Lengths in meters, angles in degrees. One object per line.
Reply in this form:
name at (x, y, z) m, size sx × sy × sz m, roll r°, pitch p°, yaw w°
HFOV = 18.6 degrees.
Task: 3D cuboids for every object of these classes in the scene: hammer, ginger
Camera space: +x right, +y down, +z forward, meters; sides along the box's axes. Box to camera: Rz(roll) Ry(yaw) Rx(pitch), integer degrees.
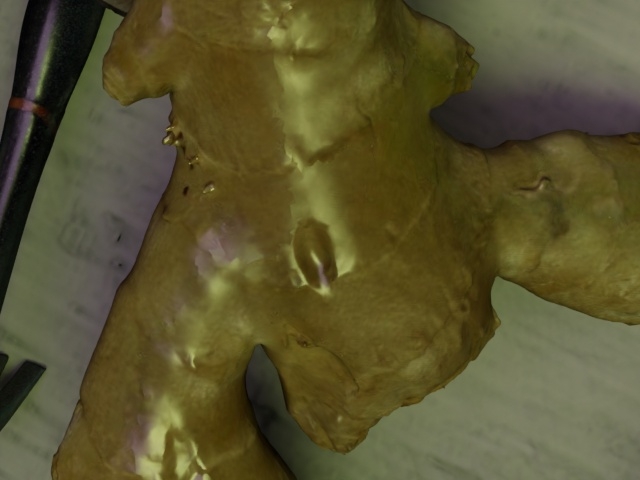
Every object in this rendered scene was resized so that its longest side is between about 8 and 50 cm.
hammer at (-0.150, -0.031, 0.982) m, size 0.037 × 0.137 × 0.289 m, roll 16°, pitch 85°, yaw 14°
ginger at (-0.015, 0.003, 0.844) m, size 0.363 × 0.122 × 0.348 m, roll -37°, pitch 115°, yaw 5°

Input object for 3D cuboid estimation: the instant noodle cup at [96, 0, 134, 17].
instant noodle cup at (-0.040, -0.223, 0.883) m, size 0.207 × 0.217 × 0.217 m, roll -31°, pitch 86°, yaw 22°
